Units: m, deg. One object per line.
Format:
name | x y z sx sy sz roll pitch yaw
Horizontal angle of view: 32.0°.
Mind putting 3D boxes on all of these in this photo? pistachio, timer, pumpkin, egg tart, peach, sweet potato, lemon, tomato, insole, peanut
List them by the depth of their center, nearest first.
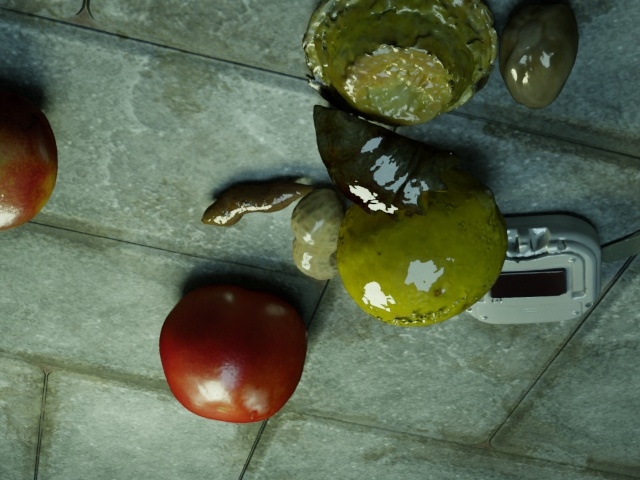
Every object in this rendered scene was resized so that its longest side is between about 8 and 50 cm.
pistachio | 0.309 -0.258 1.585 0.108 0.126 0.185 41 154 25
egg tart | 0.114 -0.253 1.599 0.294 0.116 0.295 2 143 1
pumpkin | 0.058 -0.113 1.656 0.254 0.130 0.149 23 -176 38
peach | -0.526 -0.125 1.756 0.231 0.231 0.231 3 142 3
lemon | 0.166 0.006 1.802 0.258 0.258 0.310 32 132 -30
sweet potato | -0.114 -0.069 1.906 0.218 0.051 0.065 -16 133 24
insole | 0.570 -0.003 1.940 0.192 0.010 0.063 -24 132 33
peanut | 0.000 -0.001 1.951 0.104 0.086 0.228 -13 144 -12
timer | 0.364 0.057 1.979 0.262 0.087 0.237 -4 140 11
tomato | -0.172 0.228 2.147 0.298 0.226 0.299 3 145 2
